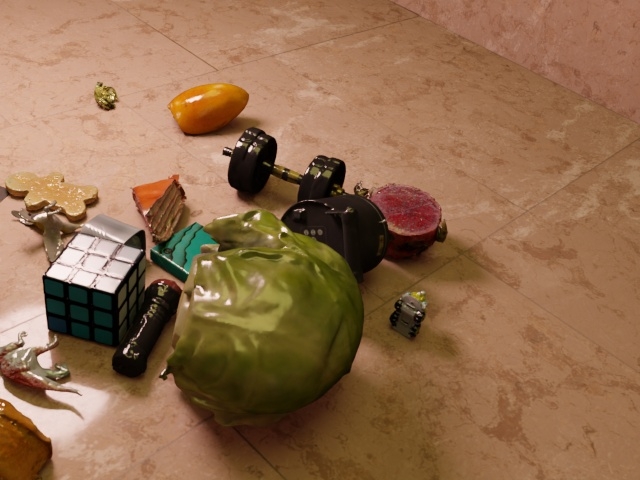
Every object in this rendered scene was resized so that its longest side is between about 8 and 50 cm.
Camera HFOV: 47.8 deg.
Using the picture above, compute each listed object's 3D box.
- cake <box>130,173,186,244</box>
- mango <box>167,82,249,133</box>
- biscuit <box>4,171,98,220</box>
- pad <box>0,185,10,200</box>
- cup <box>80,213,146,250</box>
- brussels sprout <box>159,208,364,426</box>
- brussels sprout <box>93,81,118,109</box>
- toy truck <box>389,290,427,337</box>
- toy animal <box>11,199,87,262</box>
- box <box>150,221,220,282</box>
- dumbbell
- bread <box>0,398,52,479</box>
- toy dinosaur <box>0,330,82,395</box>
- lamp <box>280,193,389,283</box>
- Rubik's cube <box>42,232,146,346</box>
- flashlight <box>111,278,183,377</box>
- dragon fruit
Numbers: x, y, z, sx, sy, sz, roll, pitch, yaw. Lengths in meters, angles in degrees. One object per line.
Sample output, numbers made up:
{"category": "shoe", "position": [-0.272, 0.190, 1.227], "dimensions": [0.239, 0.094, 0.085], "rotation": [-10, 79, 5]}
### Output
{"category": "cake", "position": [-0.415, -0.077, 1.795], "dimensions": [0.135, 0.098, 0.287], "rotation": [-5, 27, 0]}
{"category": "mango", "position": [-0.338, -0.410, 2.223], "dimensions": [0.252, 0.154, 0.126], "rotation": [-18, 53, -14]}
{"category": "biscuit", "position": [-0.695, -0.123, 1.855], "dimensions": [0.234, 0.030, 0.153], "rotation": [14, 38, 3]}
{"category": "pad", "position": [-0.910, -0.119, 1.817], "dimensions": [0.211, 0.003, 0.143], "rotation": [16, 39, 6]}
{"category": "cup", "position": [-0.493, 0.014, 1.690], "dimensions": [0.129, 0.095, 0.128], "rotation": [22, 41, 17]}
{"category": "brussels sprout", "position": [-0.098, 0.159, 1.416], "dimensions": [0.361, 0.342, 0.425], "rotation": [14, 41, -8]}
{"category": "brussels sprout", "position": [-0.671, -0.444, 2.247], "dimensions": [0.085, 0.058, 0.085], "rotation": [38, 23, -19]}
{"category": "toy truck", "position": [0.214, 0.164, 1.674], "dimensions": [0.076, 0.111, 0.077], "rotation": [32, 36, 22]}
{"category": "toy animal", "position": [-0.632, -0.043, 1.723], "dimensions": [0.155, 0.095, 0.219], "rotation": [-19, 48, -27]}
{"category": "box", "position": [-0.273, 0.051, 1.740], "dimensions": [0.226, 0.042, 0.161], "rotation": [30, 41, 22]}
{"category": "dumbbell", "position": [-0.091, -0.180, 1.962], "dimensions": [0.388, 0.185, 0.185], "rotation": [21, 39, 12]}
{"category": "bread", "position": [-0.582, 0.343, 1.229], "dimensions": [0.229, 0.139, 0.143], "rotation": [12, 46, 2]}
{"category": "toy dinosaur", "position": [-0.567, 0.254, 1.402], "dimensions": [0.242, 0.053, 0.167], "rotation": [36, 45, 27]}
{"category": "lamp", "position": [0.044, -0.005, 1.713], "dimensions": [0.272, 0.205, 0.374], "rotation": [-11, 7, -40]}
{"category": "Rubik's cube", "position": [-0.473, 0.102, 1.528], "dimensions": [0.161, 0.162, 0.163], "rotation": [14, 39, 4]}
{"category": "flashlight", "position": [-0.366, 0.183, 1.522], "dimensions": [0.093, 0.093, 0.232], "rotation": [16, 43, 5]}
{"category": "dragon fruit", "position": [0.208, -0.046, 1.924], "dimensions": [0.282, 0.147, 0.211], "rotation": [28, 50, 22]}
